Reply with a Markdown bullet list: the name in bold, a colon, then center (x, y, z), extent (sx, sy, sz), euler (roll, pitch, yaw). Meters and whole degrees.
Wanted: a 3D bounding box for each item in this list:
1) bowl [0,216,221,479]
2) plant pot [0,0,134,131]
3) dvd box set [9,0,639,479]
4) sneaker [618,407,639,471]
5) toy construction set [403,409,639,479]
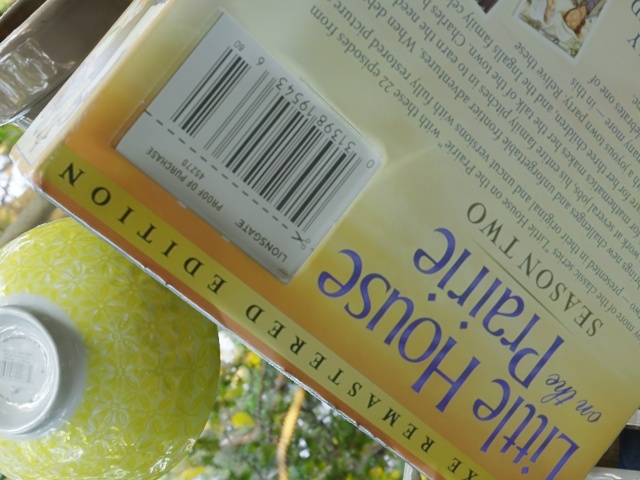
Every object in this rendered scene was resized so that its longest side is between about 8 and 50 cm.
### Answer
- **bowl**: center (-0.257, 0.116, 0.950), extent (0.289, 0.289, 0.156), euler (56, -166, 11)
- **plant pot**: center (-0.185, -0.162, 0.964), extent (0.229, 0.263, 0.263), euler (45, -163, -26)
- **dvd box set**: center (0.119, -0.103, 0.441), extent (0.307, 0.420, 0.062), euler (39, 177, -27)
- **sneaker**: center (0.233, 0.292, 0.987), extent (0.131, 0.319, 0.112), euler (17, -174, 11)
- **toy construction set**: center (0.196, 0.213, 0.886), extent (0.257, 0.237, 0.309), euler (-14, -95, -36)
